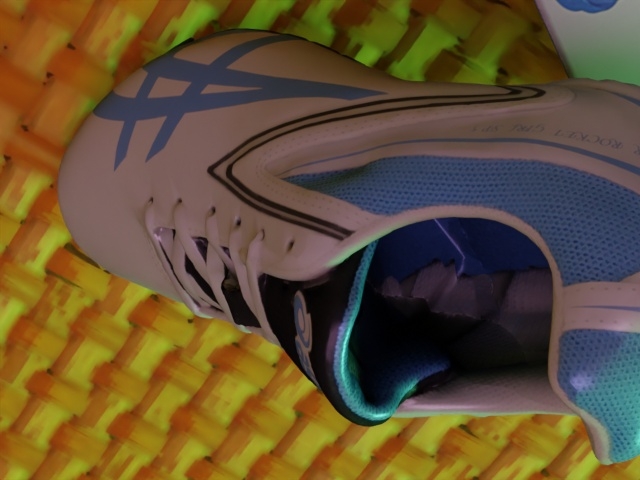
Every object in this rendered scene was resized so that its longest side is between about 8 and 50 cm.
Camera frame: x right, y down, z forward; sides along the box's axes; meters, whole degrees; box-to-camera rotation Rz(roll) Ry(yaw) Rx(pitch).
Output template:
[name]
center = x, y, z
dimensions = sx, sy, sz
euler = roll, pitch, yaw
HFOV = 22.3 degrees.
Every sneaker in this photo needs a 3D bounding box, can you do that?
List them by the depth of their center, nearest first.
[sneaker]
center = 0.000, 0.000, 0.405
dimensions = 0.237, 0.086, 0.085
euler = 7, 132, 47

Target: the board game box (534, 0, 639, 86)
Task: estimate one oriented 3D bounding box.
[board game box]
center = 0.165, -0.163, 0.338
dimensions = 0.302, 0.086, 0.308
euler = -21, 116, 18
